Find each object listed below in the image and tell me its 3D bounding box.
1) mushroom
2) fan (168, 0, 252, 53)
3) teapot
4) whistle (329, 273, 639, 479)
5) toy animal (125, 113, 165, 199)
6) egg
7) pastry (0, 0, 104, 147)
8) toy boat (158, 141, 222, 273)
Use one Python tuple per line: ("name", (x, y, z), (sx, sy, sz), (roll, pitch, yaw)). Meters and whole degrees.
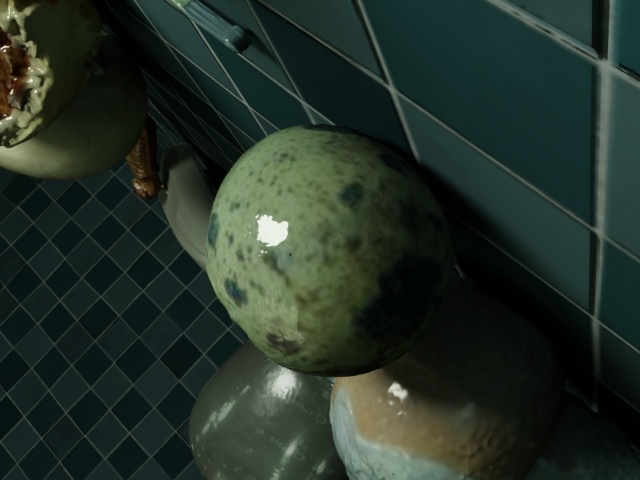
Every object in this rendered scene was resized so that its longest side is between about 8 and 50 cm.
("mushroom", (-0.315, -0.193, 1.007), (0.246, 0.202, 0.246), (21, -149, -13))
("fan", (-0.109, -0.177, 0.593), (0.193, 0.016, 0.038), (41, 176, 31))
("teapot", (0.040, 0.170, 0.901), (0.305, 0.285, 0.223), (38, -156, 18))
("whistle", (0.140, 0.156, 0.616), (0.347, 0.189, 0.189), (33, 174, -1))
("toy animal", (-0.291, -0.163, 1.370), (0.099, 0.056, 0.241), (50, 151, 26))
("egg", (0.000, 0.000, 0.513), (0.141, 0.141, 0.182), (48, -178, -36))
("pastry", (-0.318, -0.242, 0.819), (0.256, 0.170, 0.237), (36, 139, 18))
("toy boat", (-0.182, -0.045, 1.415), (0.269, 0.141, 0.141), (44, 175, 34))
